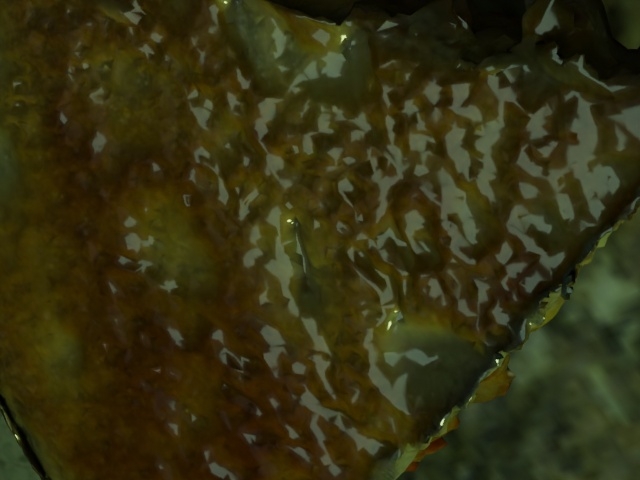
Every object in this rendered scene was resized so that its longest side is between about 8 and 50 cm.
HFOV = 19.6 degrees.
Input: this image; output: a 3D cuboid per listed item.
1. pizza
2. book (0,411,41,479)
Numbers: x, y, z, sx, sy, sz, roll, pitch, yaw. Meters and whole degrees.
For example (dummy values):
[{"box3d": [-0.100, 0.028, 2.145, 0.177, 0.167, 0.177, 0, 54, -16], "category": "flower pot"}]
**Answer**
[{"box3d": [0.000, 0.000, 0.404, 0.193, 0.053, 0.201, -6, 104, 31], "category": "pizza"}, {"box3d": [-0.115, 0.088, 0.542, 0.199, 0.016, 0.138, 23, 126, 13], "category": "book"}]
